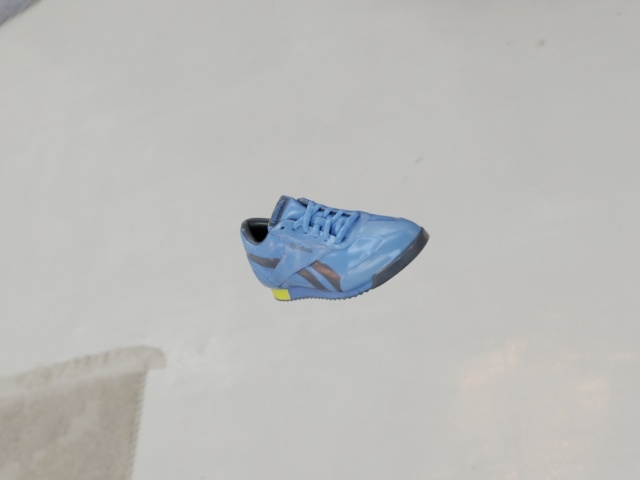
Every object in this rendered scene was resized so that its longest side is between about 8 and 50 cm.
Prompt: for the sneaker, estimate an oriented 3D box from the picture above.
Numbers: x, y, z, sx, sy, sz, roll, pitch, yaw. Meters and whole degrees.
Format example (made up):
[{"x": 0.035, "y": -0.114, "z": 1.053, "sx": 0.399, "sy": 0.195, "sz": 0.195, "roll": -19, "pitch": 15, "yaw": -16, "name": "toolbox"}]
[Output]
[{"x": 0.000, "y": 0.000, "z": 0.797, "sx": 0.069, "sy": 0.082, "sz": 0.209, "roll": -44, "pitch": 20, "yaw": -31, "name": "sneaker"}]
